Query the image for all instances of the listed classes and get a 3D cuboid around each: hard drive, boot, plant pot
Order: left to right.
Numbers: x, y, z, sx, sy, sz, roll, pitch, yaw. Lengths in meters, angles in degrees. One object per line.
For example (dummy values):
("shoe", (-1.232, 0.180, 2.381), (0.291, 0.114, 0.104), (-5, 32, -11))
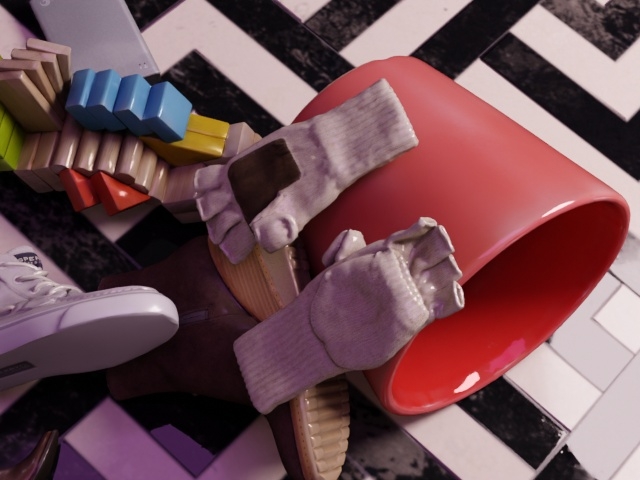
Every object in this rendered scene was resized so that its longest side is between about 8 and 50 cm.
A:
("boot", (-0.297, 0.194, 1.038), (0.114, 0.037, 0.106), (19, 59, 8))
("boot", (-0.250, 0.054, 1.048), (0.258, 0.095, 0.123), (-15, 59, 11))
("hard drive", (-0.238, -0.210, 1.261), (0.094, 0.022, 0.135), (-21, 67, -17))
("boot", (-0.090, 0.115, 1.057), (0.207, 0.090, 0.248), (-21, 70, 22))
("plant pot", (0.098, -0.019, 1.091), (0.275, 0.275, 0.243), (-28, 60, -20))

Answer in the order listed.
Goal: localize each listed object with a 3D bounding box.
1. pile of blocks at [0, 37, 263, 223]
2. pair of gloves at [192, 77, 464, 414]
("pile of blocks", (-0.235, -0.094, 1.130), (0.362, 0.149, 0.113), (10, 61, -3))
("pair of gloves", (0.000, 0.000, 0.968), (0.204, 0.042, 0.240), (-26, 60, 19))
